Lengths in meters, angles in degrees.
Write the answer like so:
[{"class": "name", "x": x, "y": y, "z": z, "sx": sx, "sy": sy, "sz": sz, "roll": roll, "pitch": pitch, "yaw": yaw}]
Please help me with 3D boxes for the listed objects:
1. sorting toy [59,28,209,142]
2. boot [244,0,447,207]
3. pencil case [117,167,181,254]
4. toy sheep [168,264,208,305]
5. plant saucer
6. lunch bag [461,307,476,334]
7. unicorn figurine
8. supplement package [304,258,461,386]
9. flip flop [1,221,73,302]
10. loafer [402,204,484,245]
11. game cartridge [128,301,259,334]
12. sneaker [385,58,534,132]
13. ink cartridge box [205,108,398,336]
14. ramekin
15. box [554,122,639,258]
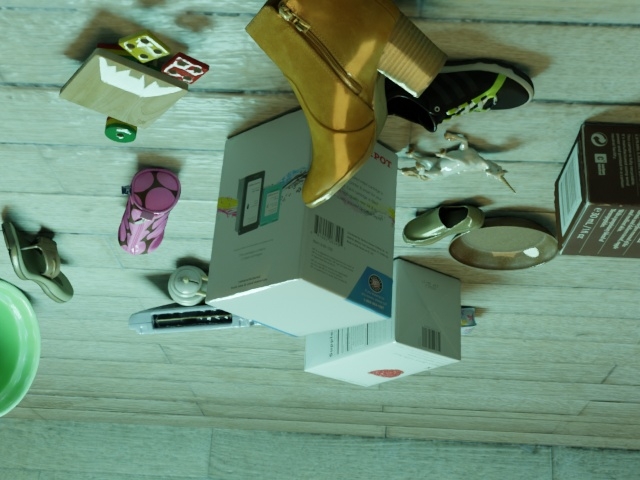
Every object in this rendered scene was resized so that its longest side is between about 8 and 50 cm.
[{"class": "sorting toy", "x": -0.259, "y": -0.219, "z": 1.316, "sx": 0.132, "sy": 0.046, "sz": 0.274, "roll": 19, "pitch": 153, "yaw": -30}, {"class": "boot", "x": -0.007, "y": -0.191, "z": 1.188, "sx": 0.211, "sy": 0.104, "sz": 0.295, "roll": 35, "pitch": 128, "yaw": -7}, {"class": "pencil case", "x": -0.296, "y": -0.042, "z": 1.660, "sx": 0.095, "sy": 0.098, "sz": 0.209, "roll": 9, "pitch": 156, "yaw": -12}, {"class": "toy sheep", "x": -0.263, "y": 0.090, "z": 1.971, "sx": 0.091, "sy": 0.091, "sz": 0.132, "roll": 5, "pitch": 160, "yaw": -3}, {"class": "plant saucer", "x": 0.325, "y": 0.002, "z": 1.746, "sx": 0.199, "sy": 0.036, "sz": 0.198, "roll": 4, "pitch": 157, "yaw": 2}, {"class": "lunch bag", "x": 0.289, "y": 0.175, "z": 2.126, "sx": 0.083, "sy": 0.053, "sz": 0.071, "roll": -4, "pitch": 159, "yaw": -6}, {"class": "unicorn figurine", "x": 0.204, "y": -0.117, "z": 1.481, "sx": 0.111, "sy": 0.060, "sz": 0.162, "roll": 25, "pitch": 165, "yaw": -41}, {"class": "supplement package", "x": 0.124, "y": 0.176, "z": 1.997, "sx": 0.178, "sy": 0.175, "sz": 0.293, "roll": 19, "pitch": 153, "yaw": -32}, {"class": "flip flop", "x": -0.532, "y": 0.038, "z": 1.888, "sx": 0.080, "sy": 0.112, "sz": 0.277, "roll": -25, "pitch": 150, "yaw": 1}, {"class": "loafer", "x": 0.203, "y": -0.032, "z": 1.668, "sx": 0.148, "sy": 0.056, "sz": 0.050, "roll": -19, "pitch": 149, "yaw": 22}, {"class": "game cartridge", "x": -0.227, "y": 0.153, "z": 2.054, "sx": 0.294, "sy": 0.060, "sz": 0.196, "roll": -6, "pitch": 178, "yaw": 20}, {"class": "sneaker", "x": 0.161, "y": -0.179, "z": 1.281, "sx": 0.235, "sy": 0.097, "sz": 0.084, "roll": 4, "pitch": 156, "yaw": -1}, {"class": "ink cartridge box", "x": -0.022, "y": -0.022, "z": 1.451, "sx": 0.197, "sy": 0.270, "sz": 0.198, "roll": -16, "pitch": 150, "yaw": 40}, {"class": "ramekin", "x": -0.768, "y": 0.233, "z": 2.122, "sx": 0.148, "sy": 0.303, "sz": 0.303, "roll": -1, "pitch": 157, "yaw": 29}, {"class": "box", "x": 0.555, "y": -0.062, "z": 1.444, "sx": 0.382, "sy": 0.143, "sz": 0.191, "roll": 1, "pitch": 156, "yaw": 2}]
